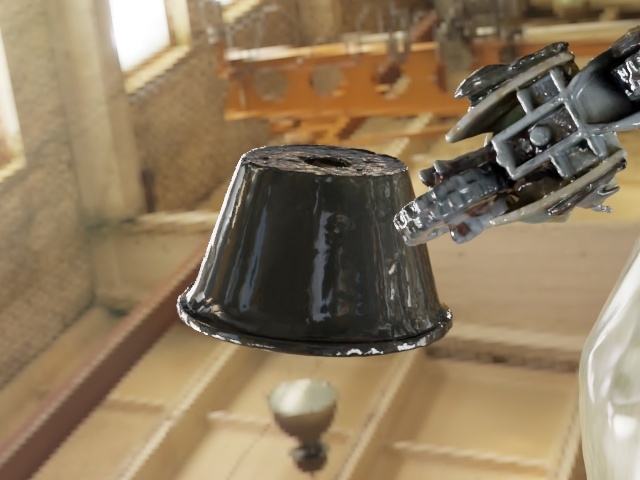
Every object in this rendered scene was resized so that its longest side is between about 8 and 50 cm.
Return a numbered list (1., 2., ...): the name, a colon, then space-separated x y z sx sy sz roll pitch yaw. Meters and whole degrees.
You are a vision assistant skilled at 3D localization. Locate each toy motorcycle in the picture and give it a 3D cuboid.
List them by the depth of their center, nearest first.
1. toy motorcycle: 0.144 -0.065 0.820 0.229 0.094 0.129 -34 166 35

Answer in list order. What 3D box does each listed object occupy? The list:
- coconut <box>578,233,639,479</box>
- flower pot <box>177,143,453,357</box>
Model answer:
1. coconut: 0.162 0.071 0.337 0.224 0.224 0.224 -6 -159 2
2. flower pot: 0.000 0.000 1.405 0.268 0.166 0.269 4 -170 -1
